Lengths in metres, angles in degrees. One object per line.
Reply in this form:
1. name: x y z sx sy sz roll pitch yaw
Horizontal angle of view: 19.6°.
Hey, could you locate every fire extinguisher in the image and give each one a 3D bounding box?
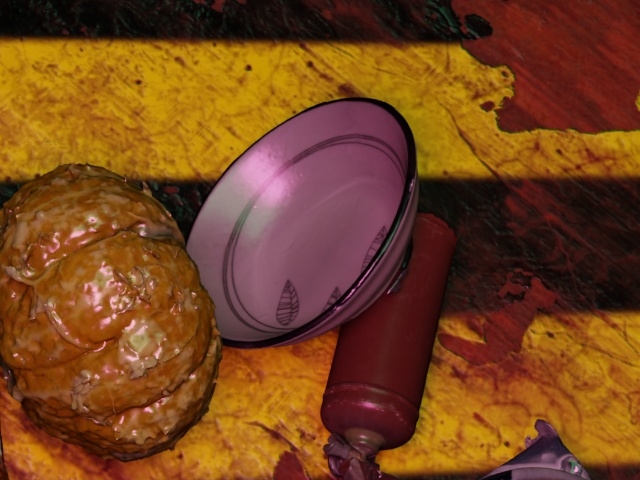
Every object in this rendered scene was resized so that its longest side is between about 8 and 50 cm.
1. fire extinguisher: 0.081 0.140 1.985 0.147 0.106 0.337 26 61 -22

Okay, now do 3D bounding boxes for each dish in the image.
1. dish: 0.000 0.000 1.975 0.106 0.316 0.316 42 54 -38

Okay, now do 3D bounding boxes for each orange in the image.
1. orange: -0.223 0.083 1.831 0.223 0.300 0.301 -26 60 -13

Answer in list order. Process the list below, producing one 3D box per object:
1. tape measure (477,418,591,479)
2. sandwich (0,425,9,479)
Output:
1. tape measure: 0.212 0.351 1.884 0.256 0.147 0.275 -29 73 -23
2. sandwich: -0.425 0.205 1.837 0.226 0.087 0.251 -3 68 -16
